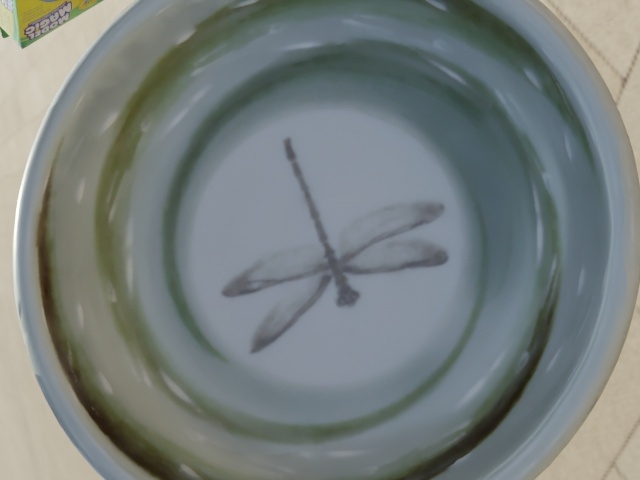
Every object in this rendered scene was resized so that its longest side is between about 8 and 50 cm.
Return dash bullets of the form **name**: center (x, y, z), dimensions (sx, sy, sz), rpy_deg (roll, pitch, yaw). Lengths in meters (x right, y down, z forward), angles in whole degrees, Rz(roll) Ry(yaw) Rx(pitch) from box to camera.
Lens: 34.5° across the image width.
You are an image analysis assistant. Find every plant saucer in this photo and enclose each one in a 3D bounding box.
- **plant saucer**: center (0.000, 0.000, 0.675), dimensions (0.100, 0.400, 0.401), rpy_deg (36, -147, -75)

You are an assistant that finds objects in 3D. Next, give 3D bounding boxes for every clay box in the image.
- **clay box**: center (-0.277, -0.290, 1.066), dimensions (0.053, 0.127, 0.222), rpy_deg (46, 155, 11)
